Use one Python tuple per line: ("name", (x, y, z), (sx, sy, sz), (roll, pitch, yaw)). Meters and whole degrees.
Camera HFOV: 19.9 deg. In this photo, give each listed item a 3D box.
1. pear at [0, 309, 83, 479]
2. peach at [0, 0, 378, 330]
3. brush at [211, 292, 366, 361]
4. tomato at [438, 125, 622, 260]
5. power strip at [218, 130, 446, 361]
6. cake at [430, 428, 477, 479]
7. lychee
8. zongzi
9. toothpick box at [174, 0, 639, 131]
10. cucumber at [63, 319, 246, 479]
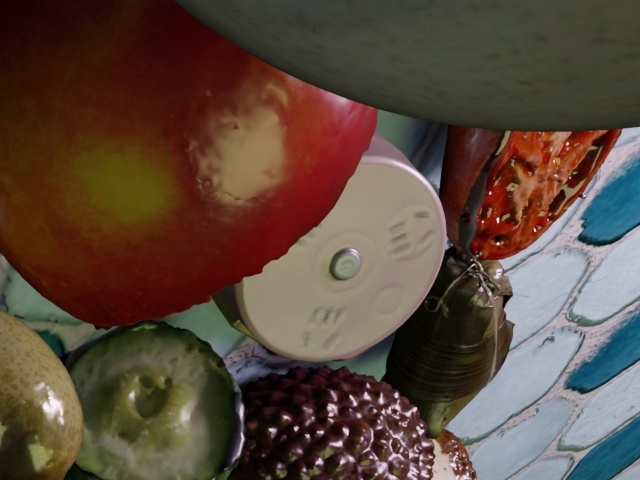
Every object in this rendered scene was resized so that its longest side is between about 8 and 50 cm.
("pear", (-0.225, 0.114, 1.052), (0.167, 0.136, 0.167), (-31, 149, -21))
("peach", (-0.077, -0.059, 0.909), (0.196, 0.190, 0.226), (-24, 145, -48))
("brush", (0.002, 0.043, 1.338), (0.103, 0.047, 0.233), (-40, 155, 3))
("tomato", (0.131, -0.068, 1.281), (0.166, 0.082, 0.174), (-13, 140, -49))
("power strip", (0.000, 0.000, 1.168), (0.154, 0.078, 0.154), (-14, 124, -23))
("cake", (0.059, 0.262, 1.770), (0.112, 0.135, 0.246), (-9, 172, -27))
("lychee", (-0.017, 0.179, 1.400), (0.188, 0.188, 0.188), (-30, 153, -17))
("zongzi", (0.135, 0.050, 1.498), (0.184, 0.084, 0.187), (-34, 153, -43))
("toothpick box", (0.122, -0.243, 0.628), (0.425, 0.409, 0.409), (-20, 149, -43))
("cucumber", (-0.130, 0.171, 1.291), (0.134, 0.134, 0.244), (-25, 157, -25))
